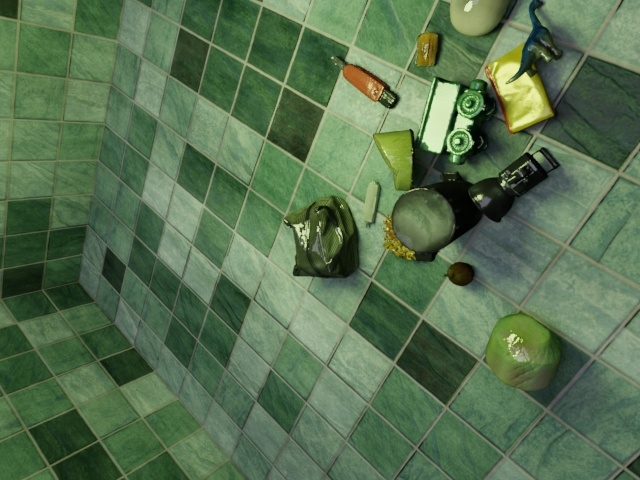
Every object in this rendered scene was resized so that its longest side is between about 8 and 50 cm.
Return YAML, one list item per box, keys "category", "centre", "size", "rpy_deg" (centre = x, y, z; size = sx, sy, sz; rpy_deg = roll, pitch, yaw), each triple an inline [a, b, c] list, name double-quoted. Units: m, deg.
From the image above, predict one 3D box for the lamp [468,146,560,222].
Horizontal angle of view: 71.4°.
- category: "lamp"
  centre: [0.583, -0.177, 1.345]
  size: [0.227, 0.172, 0.147]
  rpy_deg: [-44, 71, 36]

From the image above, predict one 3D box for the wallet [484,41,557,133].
- category: "wallet"
  centre: [0.602, -0.453, 1.345]
  size: [0.141, 0.067, 0.241]
  rpy_deg: [-23, 81, 42]

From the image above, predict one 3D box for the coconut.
- category: "coconut"
  centre: [0.635, 0.357, 1.395]
  size: [0.236, 0.204, 0.235]
  rpy_deg: [11, 129, 14]

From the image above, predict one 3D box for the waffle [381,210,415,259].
- category: "waffle"
  centre: [0.309, -0.022, 1.630]
  size: [0.197, 0.070, 0.192]
  rpy_deg: [-4, 101, 40]

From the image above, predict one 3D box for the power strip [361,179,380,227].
- category: "power strip"
  centre: [0.195, -0.139, 1.722]
  size: [0.048, 0.030, 0.190]
  rpy_deg: [20, 110, 31]

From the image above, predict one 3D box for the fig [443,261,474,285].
- category: "fig"
  centre: [0.466, 0.118, 1.516]
  size: [0.089, 0.125, 0.088]
  rpy_deg: [7, 101, 40]

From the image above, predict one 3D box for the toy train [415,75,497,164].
- category: "toy train"
  centre: [0.436, -0.384, 1.425]
  size: [0.202, 0.145, 0.265]
  rpy_deg: [25, 113, 34]

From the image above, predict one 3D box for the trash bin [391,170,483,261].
- category: "trash bin"
  centre: [0.384, -0.085, 1.428]
  size: [0.203, 0.302, 0.251]
  rpy_deg: [3, 104, 35]

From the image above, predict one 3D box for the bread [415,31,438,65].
- category: "bread"
  centre: [0.355, -0.640, 1.490]
  size: [0.072, 0.053, 0.105]
  rpy_deg: [17, 114, 37]

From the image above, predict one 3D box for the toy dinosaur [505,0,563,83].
- category: "toy dinosaur"
  centre: [0.587, -0.566, 1.268]
  size: [0.248, 0.075, 0.188]
  rpy_deg: [-36, 80, -5]

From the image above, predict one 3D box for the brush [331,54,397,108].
- category: "brush"
  centre: [0.159, -0.596, 1.648]
  size: [0.323, 0.051, 0.070]
  rpy_deg: [44, 128, 17]

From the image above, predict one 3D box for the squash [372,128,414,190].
- category: "squash"
  centre: [0.259, -0.267, 1.521]
  size: [0.134, 0.220, 0.220]
  rpy_deg: [-7, 96, 4]

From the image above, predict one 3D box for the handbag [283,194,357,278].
- category: "handbag"
  centre: [0.000, 0.000, 1.768]
  size: [0.248, 0.240, 0.340]
  rpy_deg: [-8, 93, 33]

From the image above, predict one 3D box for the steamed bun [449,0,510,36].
- category: "steamed bun"
  centre: [0.472, -0.736, 1.327]
  size: [0.177, 0.131, 0.228]
  rpy_deg: [37, 124, 31]
